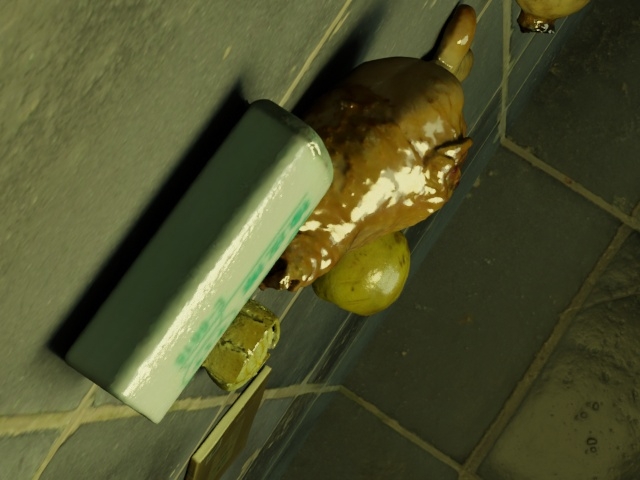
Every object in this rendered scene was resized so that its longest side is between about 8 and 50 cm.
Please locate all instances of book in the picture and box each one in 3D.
[{"bbox_3d":[-0.171,0.360,2.385,0.217,0.021,0.310,-51,170,-34],"label":"book"}]

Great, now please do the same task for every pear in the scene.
[{"bbox_3d":[0.065,0.034,2.106,0.162,0.148,0.149,-58,171,3],"label":"pear"}]

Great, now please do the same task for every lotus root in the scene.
[{"bbox_3d":[0.373,-0.440,2.107,0.160,0.146,0.284,-5,124,-53],"label":"lotus root"}]

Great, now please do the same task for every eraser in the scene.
[{"bbox_3d":[-0.108,0.022,1.287,0.290,0.104,0.189,-55,175,-10],"label":"eraser"}]

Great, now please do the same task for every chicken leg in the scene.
[{"bbox_3d":[-0.008,-0.023,1.540,0.409,0.182,0.295,-48,-176,-26],"label":"chicken leg"}]

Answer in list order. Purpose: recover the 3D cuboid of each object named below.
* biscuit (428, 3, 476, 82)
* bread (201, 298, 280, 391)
[{"bbox_3d":[0.177,-0.244,2.045,0.164,0.047,0.208,-57,171,-6],"label":"biscuit"},{"bbox_3d":[-0.105,0.138,1.826,0.117,0.064,0.156,-50,171,-13],"label":"bread"}]
